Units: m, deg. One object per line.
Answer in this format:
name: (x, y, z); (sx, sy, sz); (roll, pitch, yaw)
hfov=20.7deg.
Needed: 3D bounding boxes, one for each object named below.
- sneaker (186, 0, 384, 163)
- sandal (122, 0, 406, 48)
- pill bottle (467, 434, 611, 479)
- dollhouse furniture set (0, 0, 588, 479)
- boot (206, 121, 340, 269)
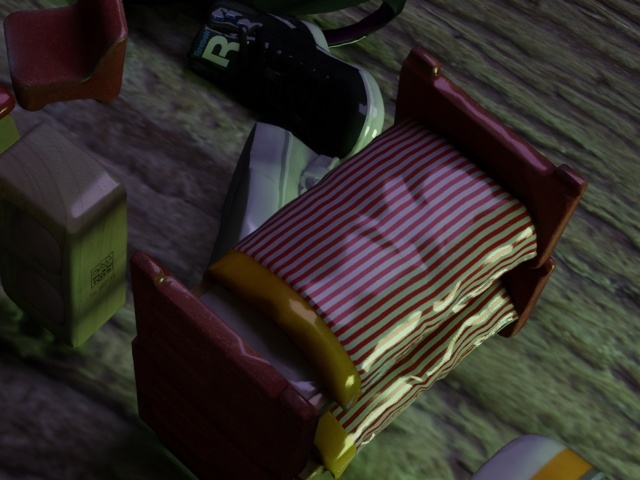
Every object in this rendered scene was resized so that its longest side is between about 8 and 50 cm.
sneaker: (-0.040, -0.125, 1.360); (0.121, 0.079, 0.217); (15, 19, -26)
sandal: (-0.030, -0.221, 1.504); (0.445, 0.167, 0.107); (-9, 70, -47)
pill bottle: (0.152, 0.224, 0.744); (0.278, 0.162, 0.162); (38, 23, 15)
dollhouse furniture set: (-0.078, -0.044, 0.917); (0.374, 0.152, 0.201); (39, 61, 19)
boot: (0.000, 0.000, 1.104); (0.123, 0.095, 0.258); (21, 22, -6)
